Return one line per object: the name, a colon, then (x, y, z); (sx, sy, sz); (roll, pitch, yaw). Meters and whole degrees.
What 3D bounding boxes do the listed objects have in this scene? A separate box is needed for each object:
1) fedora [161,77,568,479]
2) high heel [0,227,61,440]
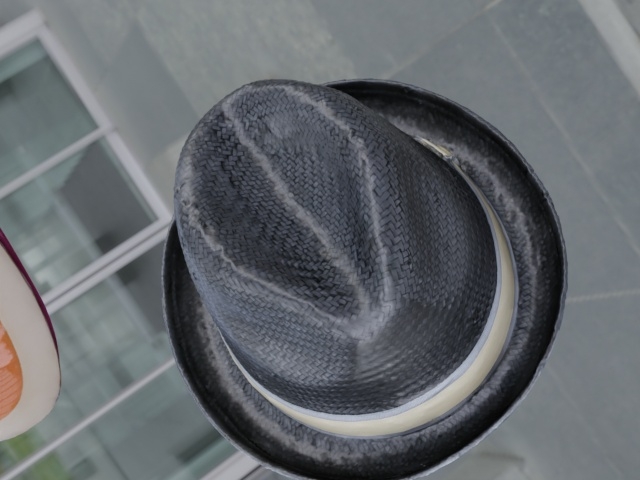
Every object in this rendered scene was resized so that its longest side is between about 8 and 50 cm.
fedora: (0.000, 0.000, 0.824); (0.334, 0.334, 0.152); (42, 178, 34)
high heel: (-0.247, -0.056, 0.482); (0.377, 0.127, 0.181); (54, 178, -42)
